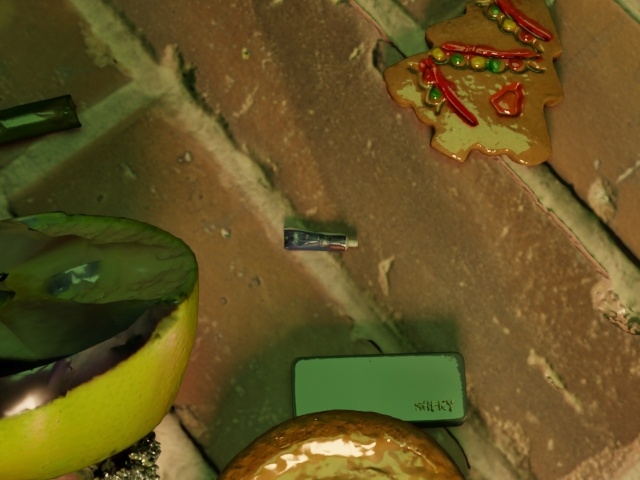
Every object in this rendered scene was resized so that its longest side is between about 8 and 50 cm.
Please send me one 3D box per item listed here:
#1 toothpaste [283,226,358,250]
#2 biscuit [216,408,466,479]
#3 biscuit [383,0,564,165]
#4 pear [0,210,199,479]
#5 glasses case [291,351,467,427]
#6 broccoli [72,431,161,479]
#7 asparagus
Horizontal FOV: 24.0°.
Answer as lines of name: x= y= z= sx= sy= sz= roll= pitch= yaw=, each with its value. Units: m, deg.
toothpaste: x=0.000 y=0.000 z=1.665 sx=0.083 sy=0.019 sz=0.027 roll=4 pitch=89 yaw=4
biscuit: x=0.022 y=0.314 z=1.504 sx=0.296 sy=0.102 sz=0.296 roll=0 pitch=82 yaw=0
biscuit: x=0.195 y=-0.196 z=1.721 sx=0.212 sy=0.041 sz=0.238 roll=26 pitch=74 yaw=9
pear: x=-0.298 y=0.124 z=1.494 sx=0.399 sy=0.399 sz=0.165 roll=-14 pitch=114 yaw=-5
glasses case: x=0.062 y=0.161 z=1.600 sx=0.184 sy=0.039 sz=0.077 roll=-2 pitch=72 yaw=-2
broccoli: x=-0.260 y=0.226 z=1.554 sx=0.204 sy=0.118 sz=0.122 roll=12 pitch=102 yaw=20
asparagus: x=-0.359 y=-0.127 z=1.690 sx=0.178 sy=0.041 sz=0.045 roll=-14 pitch=64 yaw=-4
